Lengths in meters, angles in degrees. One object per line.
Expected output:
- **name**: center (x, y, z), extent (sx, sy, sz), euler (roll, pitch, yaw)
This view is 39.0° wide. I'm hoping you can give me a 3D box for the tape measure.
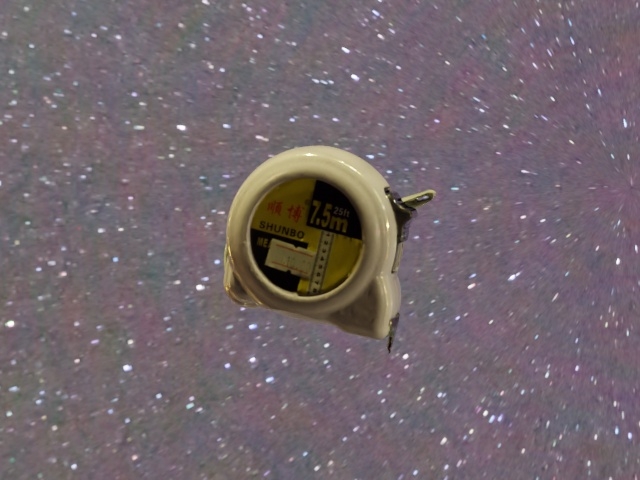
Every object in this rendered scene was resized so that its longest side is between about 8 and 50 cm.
- **tape measure**: center (0.003, -0.003, 0.903), extent (0.196, 0.105, 0.178), euler (18, -82, 13)
